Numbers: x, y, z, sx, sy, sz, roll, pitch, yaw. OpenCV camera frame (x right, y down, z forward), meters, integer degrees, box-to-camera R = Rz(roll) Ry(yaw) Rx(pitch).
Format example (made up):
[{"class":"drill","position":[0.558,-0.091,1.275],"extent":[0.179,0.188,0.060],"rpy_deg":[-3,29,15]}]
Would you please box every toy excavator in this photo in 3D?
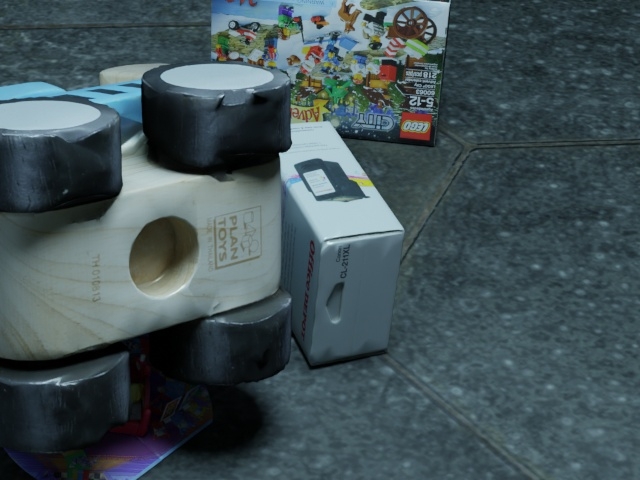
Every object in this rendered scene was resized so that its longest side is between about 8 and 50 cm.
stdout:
[{"class":"toy excavator","position":[-0.177,-0.056,1.153],"extent":[0.433,0.222,0.445],"rpy_deg":[-16,25,-37]}]

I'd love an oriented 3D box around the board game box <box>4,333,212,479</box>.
[{"class":"board game box","position":[-0.162,0.112,1.067],"extent":[0.133,0.033,0.168],"rpy_deg":[39,46,19]}]

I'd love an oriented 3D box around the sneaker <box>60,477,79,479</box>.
[{"class":"sneaker","position":[-0.146,0.197,0.936],"extent":[0.188,0.078,0.067],"rpy_deg":[-1,35,-8]}]

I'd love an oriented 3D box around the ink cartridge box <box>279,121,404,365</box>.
[{"class":"ink cartridge box","position":[0.000,0.000,1.189],"extent":[0.072,0.127,0.175],"rpy_deg":[-8,37,-19]}]

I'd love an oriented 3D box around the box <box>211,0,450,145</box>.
[{"class":"box","position":[0.008,-0.184,1.426],"extent":[0.233,0.159,0.044],"rpy_deg":[6,33,4]}]
